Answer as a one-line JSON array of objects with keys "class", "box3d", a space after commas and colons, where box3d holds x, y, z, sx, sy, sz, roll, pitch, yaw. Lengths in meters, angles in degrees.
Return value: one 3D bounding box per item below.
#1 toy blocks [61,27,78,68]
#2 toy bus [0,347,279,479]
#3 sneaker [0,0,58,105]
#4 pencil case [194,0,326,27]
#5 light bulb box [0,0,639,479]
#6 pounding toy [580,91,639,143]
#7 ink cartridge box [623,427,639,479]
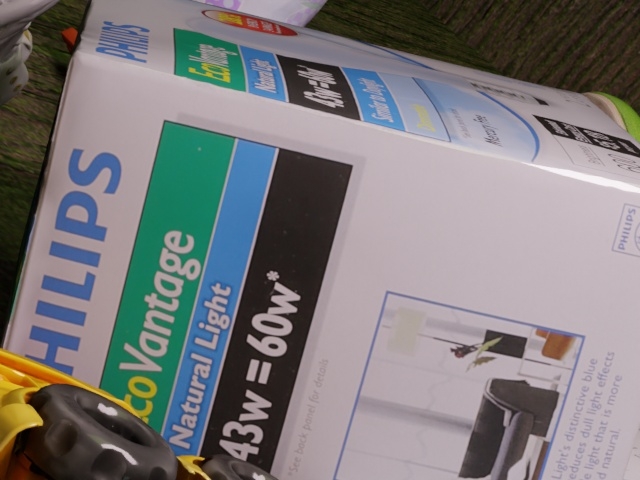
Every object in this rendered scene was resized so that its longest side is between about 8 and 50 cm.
[{"class": "toy blocks", "box3d": [-0.200, -0.168, 1.862, 0.123, 0.054, 0.148, 21, 22, -46]}, {"class": "toy bus", "box3d": [-0.133, 0.133, 0.978, 0.220, 0.149, 0.211, 26, 9, -38]}, {"class": "sneaker", "box3d": [-0.234, -0.177, 1.391, 0.108, 0.292, 0.169, 61, 17, 8]}, {"class": "pencil case", "box3d": [-0.097, -0.168, 1.676, 0.113, 0.273, 0.124, 39, 4, 33]}, {"class": "light bulb box", "box3d": [0.000, 0.000, 1.221, 0.361, 0.225, 0.358, 13, 13, -8]}, {"class": "pounding toy", "box3d": [0.226, 0.010, 1.383, 0.110, 0.183, 0.237, 10, 41, -19]}, {"class": "ink cartridge box", "box3d": [0.249, 0.214, 1.374, 0.223, 0.129, 0.307, 23, 13, 40]}]
